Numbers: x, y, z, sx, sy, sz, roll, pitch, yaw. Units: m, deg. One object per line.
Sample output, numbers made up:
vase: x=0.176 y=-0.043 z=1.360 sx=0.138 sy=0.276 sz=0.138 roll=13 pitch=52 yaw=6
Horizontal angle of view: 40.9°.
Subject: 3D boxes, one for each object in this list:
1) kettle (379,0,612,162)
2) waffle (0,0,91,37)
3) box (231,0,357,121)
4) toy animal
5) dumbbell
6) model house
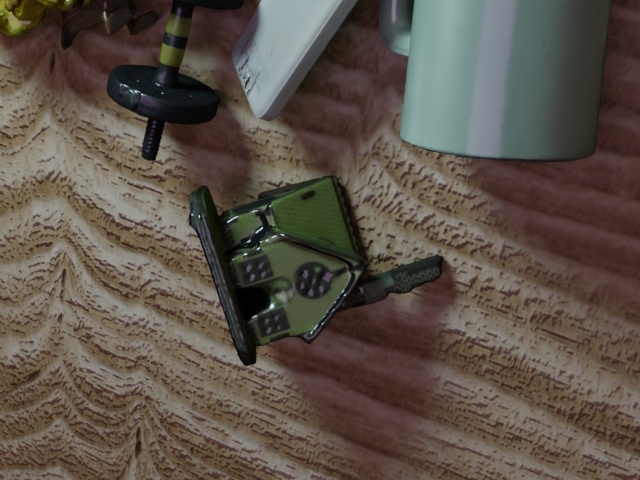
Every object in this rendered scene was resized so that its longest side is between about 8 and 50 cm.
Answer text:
kettle: x=0.187 y=-0.259 z=0.896 sx=0.205 sy=0.265 sz=0.318 roll=-1 pitch=108 yaw=-9
waffle: x=-0.383 y=-0.458 z=1.063 sx=0.380 sy=0.095 sz=0.382 roll=-16 pitch=93 yaw=27
box: x=-0.015 y=-0.282 z=0.997 sx=0.285 sy=0.044 sz=0.142 roll=-50 pitch=43 yaw=32
toy animal: x=-0.306 y=-0.344 z=1.134 sx=0.188 sy=0.089 sz=0.179 roll=-35 pitch=83 yaw=28
dumbbell: x=-0.180 y=-0.250 z=1.068 sx=0.143 sy=0.143 sz=0.325 roll=24 pitch=114 yaw=16
model house: x=0.000 y=0.000 z=1.071 sx=0.279 sy=0.205 sz=0.218 roll=-18 pitch=100 yaw=-3
